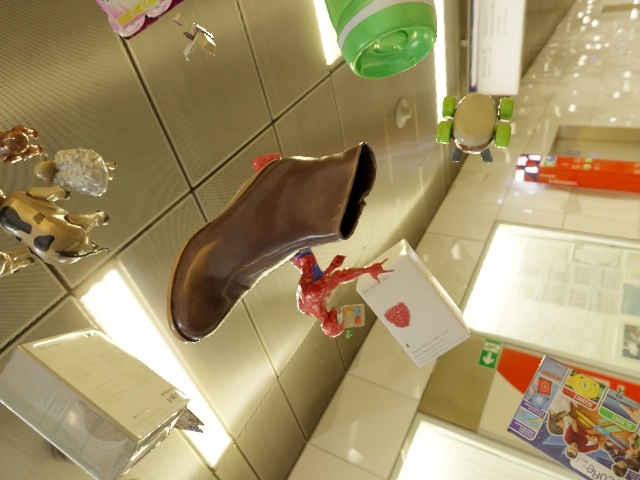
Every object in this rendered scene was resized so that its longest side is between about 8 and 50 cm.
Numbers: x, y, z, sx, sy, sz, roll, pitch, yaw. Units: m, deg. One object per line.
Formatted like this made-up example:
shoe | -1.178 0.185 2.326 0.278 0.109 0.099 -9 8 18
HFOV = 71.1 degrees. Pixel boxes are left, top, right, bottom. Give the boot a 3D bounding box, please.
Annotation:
boot | -0.058 0.001 0.493 0.090 0.206 0.249 42 -121 -34

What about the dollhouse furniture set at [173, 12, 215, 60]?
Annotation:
dollhouse furniture set | -0.295 -0.440 1.014 0.091 0.114 0.081 21 -62 -41

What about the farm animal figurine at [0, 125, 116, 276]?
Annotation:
farm animal figurine | -0.559 -0.033 0.819 0.172 0.326 0.331 -44 -31 -71

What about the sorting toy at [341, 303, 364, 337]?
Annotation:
sorting toy | 0.082 0.201 1.111 0.061 0.012 0.084 -4 -80 -16

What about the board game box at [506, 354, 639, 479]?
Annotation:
board game box | 0.404 0.282 0.664 0.136 0.201 0.035 -60 -28 -4

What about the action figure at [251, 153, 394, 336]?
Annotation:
action figure | 0.000 0.000 0.663 0.138 0.281 0.091 -14 -21 -19

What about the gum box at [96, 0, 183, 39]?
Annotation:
gum box | -0.304 -0.447 0.771 0.188 0.062 0.107 -39 -75 -7

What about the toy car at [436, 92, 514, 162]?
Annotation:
toy car | 0.365 -0.240 1.074 0.188 0.154 0.149 65 -142 -60

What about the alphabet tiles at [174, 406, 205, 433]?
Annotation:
alphabet tiles | -0.393 0.407 1.095 0.198 0.237 0.009 59 -139 -28

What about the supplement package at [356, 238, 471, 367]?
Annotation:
supplement package | 0.261 0.175 1.287 0.293 0.177 0.175 51 -165 -6

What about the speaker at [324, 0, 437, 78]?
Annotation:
speaker | 0.051 -0.364 0.559 0.131 0.131 0.297 0 -107 -59

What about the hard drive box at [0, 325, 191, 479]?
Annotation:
hard drive box | -0.356 0.251 0.724 0.089 0.232 0.181 -56 -8 3
